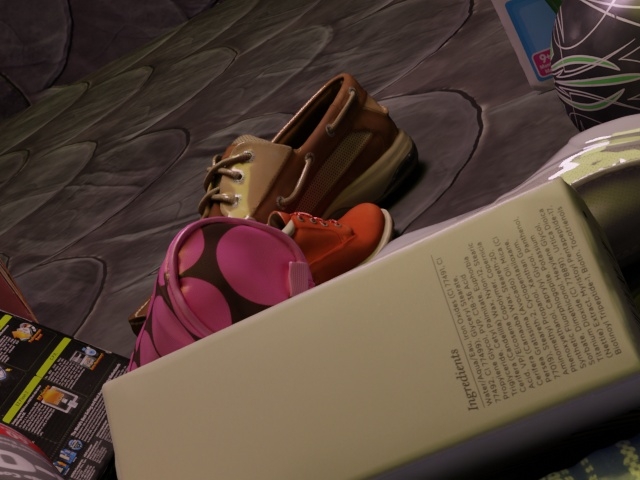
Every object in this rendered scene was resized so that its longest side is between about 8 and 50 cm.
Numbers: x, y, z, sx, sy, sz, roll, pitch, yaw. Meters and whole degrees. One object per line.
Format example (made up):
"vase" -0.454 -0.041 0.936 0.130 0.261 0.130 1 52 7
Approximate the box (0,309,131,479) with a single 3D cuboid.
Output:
"box" -0.231 0.128 0.864 0.184 0.045 0.190 19 32 3

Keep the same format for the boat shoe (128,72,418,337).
"boat shoe" -0.050 -0.032 1.041 0.122 0.120 0.324 -13 25 50

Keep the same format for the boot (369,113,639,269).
"boot" 0.128 0.023 0.727 0.258 0.095 0.123 -30 24 29

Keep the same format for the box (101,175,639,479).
"box" 0.031 0.081 0.631 0.275 0.094 0.113 -24 64 17

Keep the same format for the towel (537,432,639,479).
"towel" 0.126 0.151 0.468 0.336 0.040 0.243 -28 20 7

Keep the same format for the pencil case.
"pencil case" -0.065 0.061 0.768 0.209 0.098 0.095 121 157 -62

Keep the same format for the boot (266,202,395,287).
"boot" 0.000 0.000 0.955 0.059 0.084 0.158 -20 18 43

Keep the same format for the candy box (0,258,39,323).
"candy box" -0.421 0.016 1.376 0.087 0.183 0.316 -35 20 -11

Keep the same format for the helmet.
"helmet" 0.234 -0.126 0.808 0.161 0.169 0.169 -22 14 -26

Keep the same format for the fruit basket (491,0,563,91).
"fruit basket" 0.251 -0.330 0.996 0.327 0.353 0.165 -21 21 25

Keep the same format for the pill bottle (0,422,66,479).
"pill bottle" -0.172 0.195 0.608 0.161 0.161 0.283 -37 21 -17
